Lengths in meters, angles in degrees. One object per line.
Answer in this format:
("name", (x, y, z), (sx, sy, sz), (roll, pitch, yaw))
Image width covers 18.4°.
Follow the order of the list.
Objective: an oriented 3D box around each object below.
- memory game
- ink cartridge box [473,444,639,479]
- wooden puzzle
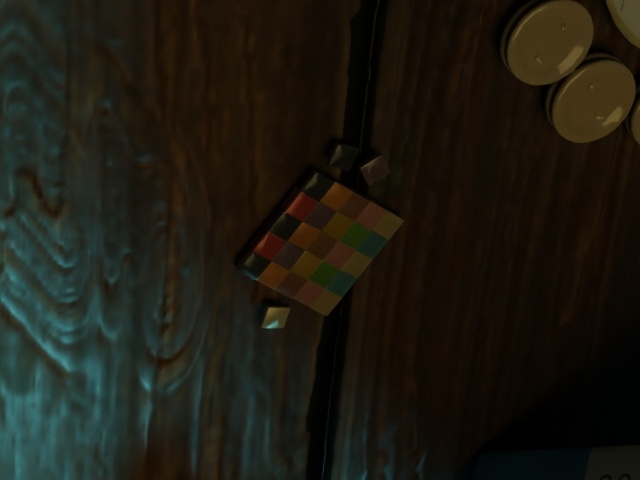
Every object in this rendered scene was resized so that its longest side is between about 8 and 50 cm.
("memory game", (0.147, -0.115, 0.739), (0.186, 0.012, 0.186), (-13, 127, -18))
("ink cartridge box", (0.205, 0.205, 0.791), (0.270, 0.198, 0.197), (-9, 145, 39))
("wooden puzzle", (0.000, 0.000, 0.751), (0.049, 0.006, 0.083), (28, 107, -38))
